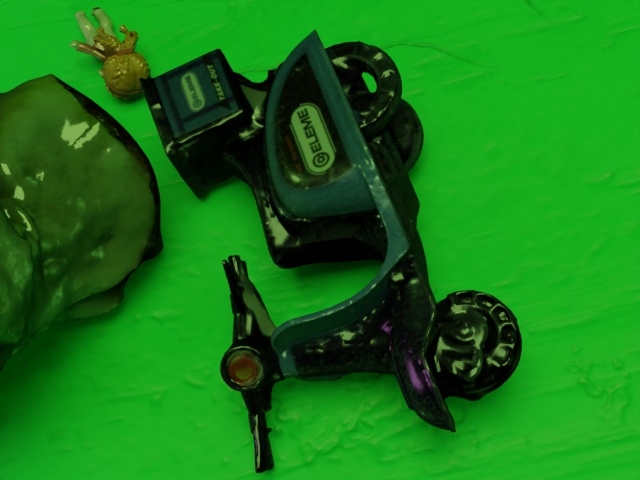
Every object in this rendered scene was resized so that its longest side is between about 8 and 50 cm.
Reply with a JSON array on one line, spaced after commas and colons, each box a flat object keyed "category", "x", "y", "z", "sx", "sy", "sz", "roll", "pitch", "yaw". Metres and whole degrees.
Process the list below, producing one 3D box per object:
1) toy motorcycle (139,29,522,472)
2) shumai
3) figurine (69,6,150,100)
[{"category": "toy motorcycle", "x": 0.000, "y": 0.000, "z": 1.033, "sx": 0.213, "sy": 0.125, "sz": 0.358, "roll": -25, "pitch": 59, "yaw": 4}, {"category": "shumai", "x": -0.260, "y": 0.003, "z": 1.055, "sx": 0.263, "sy": 0.304, "sz": 0.309, "roll": -10, "pitch": 53, "yaw": -37}, {"category": "figurine", "x": -0.180, "y": -0.166, "z": 1.185, "sx": 0.064, "sy": 0.047, "sz": 0.109, "roll": -15, "pitch": 52, "yaw": -26}]
